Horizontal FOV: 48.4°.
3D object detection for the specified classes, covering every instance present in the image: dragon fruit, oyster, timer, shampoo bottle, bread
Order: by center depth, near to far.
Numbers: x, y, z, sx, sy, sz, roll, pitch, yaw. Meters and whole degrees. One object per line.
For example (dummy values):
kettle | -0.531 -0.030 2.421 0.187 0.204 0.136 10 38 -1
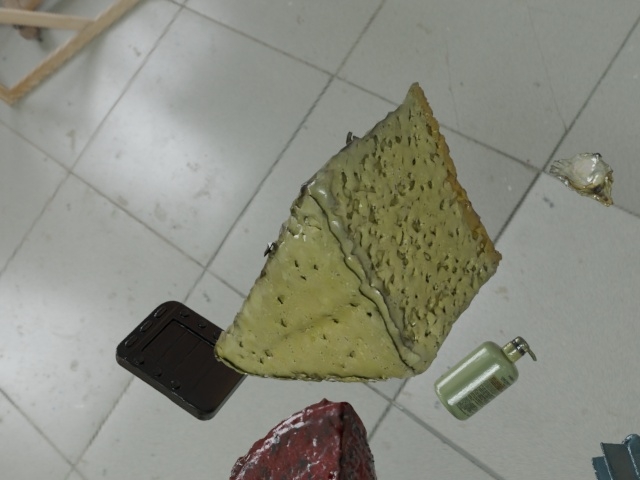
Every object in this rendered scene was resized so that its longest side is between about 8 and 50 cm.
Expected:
bread | 0.000 0.000 0.764 0.315 0.279 0.248 -1 33 35
dragon fruit | -0.024 0.391 0.960 0.205 0.152 0.316 -11 56 31
timer | -0.212 0.188 1.131 0.187 0.055 0.144 31 48 12
shampoo bottle | 0.262 0.210 1.131 0.162 0.079 0.079 -42 62 11
oyster | 0.489 -0.125 1.312 0.146 0.045 0.121 14 61 48

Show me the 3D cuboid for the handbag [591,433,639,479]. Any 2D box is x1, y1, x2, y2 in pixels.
handbag | 0.487 0.332 0.918 0.229 0.062 0.179 -2 43 0
